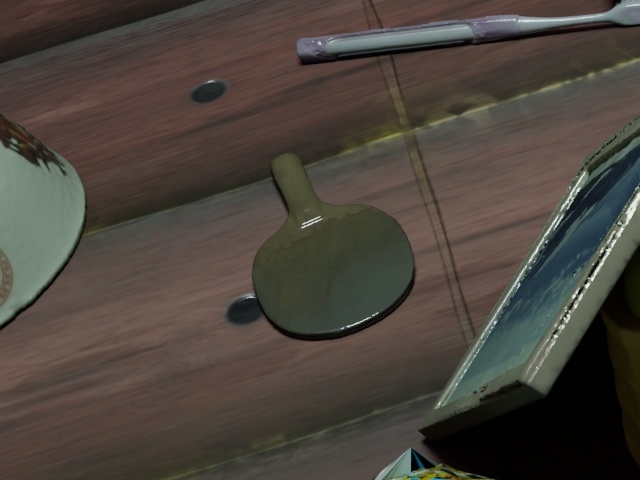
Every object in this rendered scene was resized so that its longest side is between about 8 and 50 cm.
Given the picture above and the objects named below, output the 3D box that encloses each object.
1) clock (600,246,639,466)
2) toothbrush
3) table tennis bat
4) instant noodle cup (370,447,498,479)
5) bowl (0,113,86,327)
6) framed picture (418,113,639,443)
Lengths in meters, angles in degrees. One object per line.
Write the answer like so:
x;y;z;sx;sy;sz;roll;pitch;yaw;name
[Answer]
0.316;0.014;1.225;0.200;0.244;0.317;9;42;27;clock
0.148;-0.195;1.734;0.354;0.024;0.029;-5;32;18;toothbrush
0.000;0.000;1.563;0.131;0.022;0.234;-22;39;-1;table tennis bat
0.100;0.236;1.071;0.240;0.240;0.178;-41;32;-26;instant noodle cup
-0.388;-0.042;1.671;0.337;0.157;0.337;-11;38;9;bowl
0.161;0.012;1.221;0.022;0.335;0.247;33;78;0;framed picture
